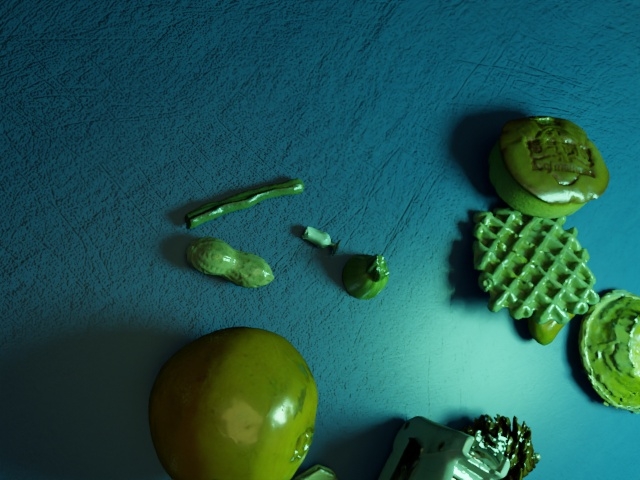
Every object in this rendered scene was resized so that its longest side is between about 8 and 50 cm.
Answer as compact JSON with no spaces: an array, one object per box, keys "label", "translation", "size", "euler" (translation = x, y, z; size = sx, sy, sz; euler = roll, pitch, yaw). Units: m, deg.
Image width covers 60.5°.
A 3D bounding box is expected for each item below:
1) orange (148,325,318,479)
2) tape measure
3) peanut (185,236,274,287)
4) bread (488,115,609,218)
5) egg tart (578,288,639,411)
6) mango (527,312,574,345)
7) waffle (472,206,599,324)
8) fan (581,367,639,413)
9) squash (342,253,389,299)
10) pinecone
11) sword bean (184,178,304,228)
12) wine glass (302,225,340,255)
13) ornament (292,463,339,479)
[{"label":"orange","translation":[-0.153,0.303,0.982],"size":[0.312,0.312,0.312],"euler":[2,82,-15]},{"label":"tape measure","translation":[0.218,0.472,1.083],"size":[0.130,0.258,0.265],"euler":[35,74,-11]},{"label":"peanut","translation":[-0.184,0.047,1.123],"size":[0.187,0.082,0.082],"euler":[24,77,-10]},{"label":"bread","translation":[0.532,-0.175,1.295],"size":[0.270,0.148,0.269],"euler":[4,60,-8]},{"label":"egg tart","translation":[0.781,0.266,1.341],"size":[0.315,0.120,0.315],"euler":[4,78,-19]},{"label":"mango","translation":[0.549,0.163,1.313],"size":[0.165,0.089,0.115],"euler":[-43,104,-14]},{"label":"waffle","translation":[0.496,0.046,1.278],"size":[0.292,0.056,0.309],"euler":[2,59,-6]},{"label":"fan","translation":[0.726,0.370,1.368],"size":[0.193,0.016,0.038],"euler":[35,68,-9]},{"label":"squash","translation":[0.114,0.072,1.177],"size":[0.105,0.132,0.105],"euler":[3,80,-14]},{"label":"pinecone","translation":[0.385,0.452,1.194],"size":[0.174,0.173,0.173],"euler":[2,82,-15]},{"label":"sword bean","translation":[-0.159,-0.084,1.173],"size":[0.269,0.038,0.043],"euler":[-19,82,-19]},{"label":"wine glass","translation":[0.000,0.000,1.207],"size":[0.083,0.042,0.039],"euler":[24,39,-8]},{"label":"ornament","translation":[-0.014,0.579,1.112],"size":[0.180,0.059,0.201],"euler":[-27,87,-16]}]
